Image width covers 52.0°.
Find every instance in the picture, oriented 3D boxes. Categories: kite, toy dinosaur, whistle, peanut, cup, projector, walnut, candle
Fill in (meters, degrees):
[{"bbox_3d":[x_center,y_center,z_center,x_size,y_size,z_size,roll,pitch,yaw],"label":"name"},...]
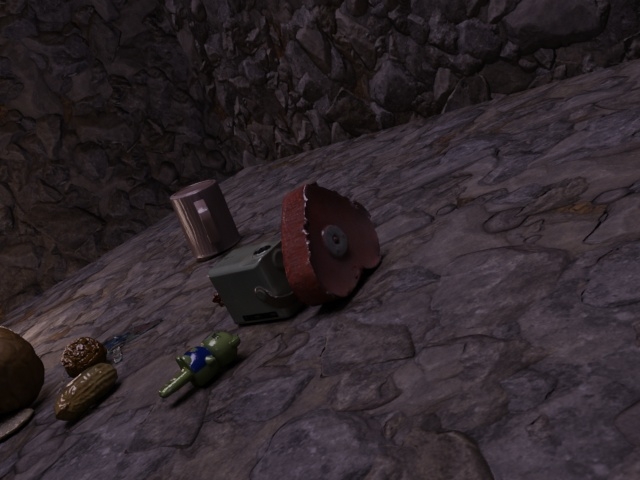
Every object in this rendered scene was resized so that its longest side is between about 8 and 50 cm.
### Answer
[{"bbox_3d":[-0.643,0.331,2.067,0.335,0.011,0.314,-33,17,-17],"label":"kite"},{"bbox_3d":[-0.271,0.160,1.957,0.154,0.049,0.055,-22,12,33],"label":"toy dinosaur"},{"bbox_3d":[-0.277,0.283,1.511,0.227,0.085,0.105,-36,9,-29],"label":"whistle"},{"bbox_3d":[-0.610,0.390,1.697,0.093,0.083,0.194,-11,22,44],"label":"peanut"},{"bbox_3d":[-0.465,-0.074,2.595,0.208,0.273,0.288,-14,17,17],"label":"cup"},{"bbox_3d":[-0.145,0.104,1.703,0.242,0.177,0.163,-12,23,40],"label":"projector"},{"bbox_3d":[-0.963,0.390,1.920,0.296,0.285,0.285,-12,20,19],"label":"walnut"},{"bbox_3d":[0.000,0.000,1.629,0.131,0.287,0.317,-21,19,36],"label":"candle"}]

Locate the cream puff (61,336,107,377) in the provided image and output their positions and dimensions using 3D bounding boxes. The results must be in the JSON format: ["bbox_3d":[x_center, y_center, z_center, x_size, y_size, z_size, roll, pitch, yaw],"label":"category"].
[{"bbox_3d":[-0.699,0.341,1.933,0.126,0.103,0.144,-42,31,-19],"label":"cream puff"}]

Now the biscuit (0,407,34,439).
[{"bbox_3d":[-0.867,0.515,1.820,0.152,0.020,0.152,-25,15,8],"label":"biscuit"}]
